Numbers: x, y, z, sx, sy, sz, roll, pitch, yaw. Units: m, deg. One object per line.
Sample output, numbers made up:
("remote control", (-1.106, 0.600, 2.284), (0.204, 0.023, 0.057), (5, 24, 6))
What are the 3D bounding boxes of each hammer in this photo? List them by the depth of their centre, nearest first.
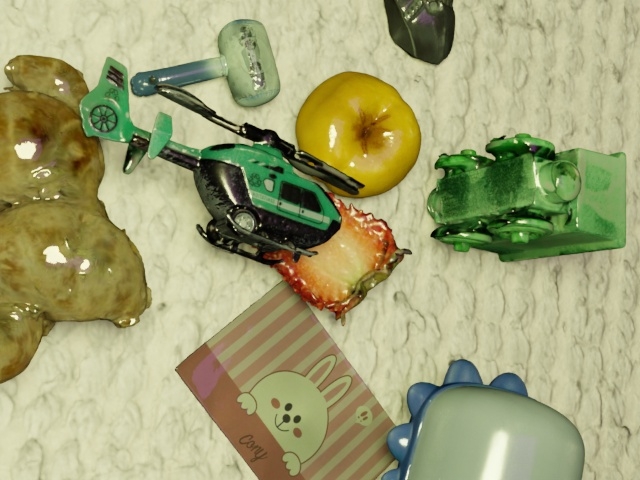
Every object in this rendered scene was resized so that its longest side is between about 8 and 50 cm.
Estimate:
("hammer", (-0.152, -0.219, 1.169), (0.194, 0.069, 0.116), (-16, 91, -17))

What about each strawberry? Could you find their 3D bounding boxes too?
("strawberry", (0.000, 0.003, 1.199), (0.167, 0.087, 0.208), (-40, 82, -23))

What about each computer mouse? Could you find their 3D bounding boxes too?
("computer mouse", (0.146, -0.352, 1.317), (0.106, 0.062, 0.192), (-21, 94, -26))

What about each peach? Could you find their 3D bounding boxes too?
("peach", (0.051, -0.141, 1.225), (0.179, 0.103, 0.179), (3, 82, -20))

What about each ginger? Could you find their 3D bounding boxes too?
("ginger", (-0.324, -0.030, 1.003), (0.256, 0.176, 0.375), (-2, 83, -21))

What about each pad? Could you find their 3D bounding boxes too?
("pad", (-0.030, 0.225, 1.193), (0.202, 0.005, 0.299), (-39, 99, -23))

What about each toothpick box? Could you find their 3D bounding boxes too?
("toothpick box", (0.199, 0.338, 1.160), (0.263, 0.263, 0.354), (24, 72, -20))

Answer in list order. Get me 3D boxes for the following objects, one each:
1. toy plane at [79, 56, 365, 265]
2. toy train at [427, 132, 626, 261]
("toy plane", (-0.106, -0.077, 1.059), (0.382, 0.106, 0.155), (21, 71, -25))
("toy train", (0.271, -0.054, 1.228), (0.202, 0.266, 0.145), (9, 80, -31))
